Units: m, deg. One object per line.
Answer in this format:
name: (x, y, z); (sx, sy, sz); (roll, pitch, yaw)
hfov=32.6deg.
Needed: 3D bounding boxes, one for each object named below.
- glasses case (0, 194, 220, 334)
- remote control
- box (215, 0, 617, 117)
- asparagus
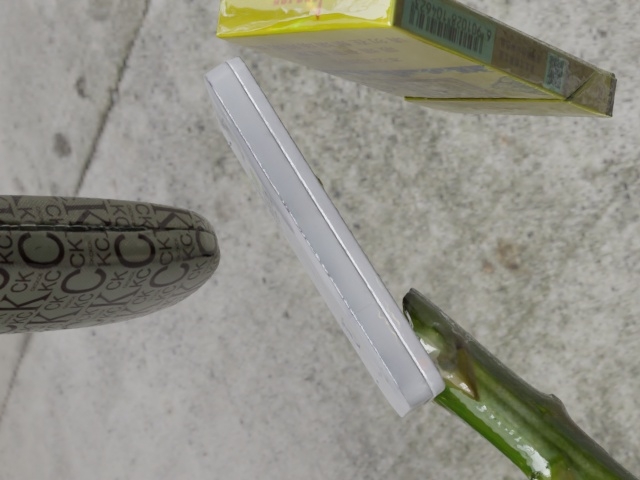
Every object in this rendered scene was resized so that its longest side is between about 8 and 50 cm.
glasses case: (-0.242, 0.021, 0.882); (0.137, 0.354, 0.085); (-38, 62, 43)
remote control: (0.000, 0.000, 0.712); (0.250, 0.034, 0.103); (57, 173, 12)
box: (0.078, -0.132, 0.782); (0.153, 0.279, 0.041); (6, 88, 42)
asparagus: (0.198, 0.180, 1.049); (0.343, 0.085, 0.082); (41, 179, 8)
